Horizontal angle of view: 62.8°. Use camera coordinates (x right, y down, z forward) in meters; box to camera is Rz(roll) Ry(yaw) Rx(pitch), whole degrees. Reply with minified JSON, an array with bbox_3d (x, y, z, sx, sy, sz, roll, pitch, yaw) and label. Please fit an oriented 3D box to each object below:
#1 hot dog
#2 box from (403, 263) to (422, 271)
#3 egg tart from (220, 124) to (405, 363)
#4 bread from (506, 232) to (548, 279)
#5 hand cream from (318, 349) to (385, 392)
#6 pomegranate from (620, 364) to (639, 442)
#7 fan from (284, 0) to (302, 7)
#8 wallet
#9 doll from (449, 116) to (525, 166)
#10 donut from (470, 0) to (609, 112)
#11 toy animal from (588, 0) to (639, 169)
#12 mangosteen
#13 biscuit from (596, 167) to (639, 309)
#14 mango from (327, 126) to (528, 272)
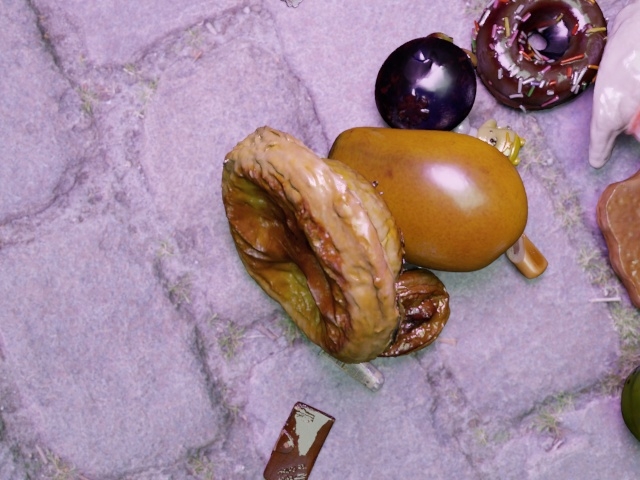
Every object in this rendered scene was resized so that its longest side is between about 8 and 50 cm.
[{"bbox_3d":[0.146,0.144,1.036,0.227,0.099,0.160,-28,107,7],"label":"hot dog"},{"bbox_3d":[0.170,0.075,1.077,0.083,0.012,0.046,-18,91,1],"label":"box"},{"bbox_3d":[0.000,0.000,0.902,0.178,0.443,0.443,-31,90,-26],"label":"egg tart"},{"bbox_3d":[0.404,0.028,1.052,0.062,0.049,0.103,-39,88,-33],"label":"bread"},{"bbox_3d":[0.067,0.254,1.074,0.143,0.039,0.061,38,98,10],"label":"hand cream"},{"bbox_3d":[0.698,0.305,0.965,0.254,0.254,0.270,24,68,1],"label":"pomegranate"},{"bbox_3d":[-0.049,-0.521,1.079,0.056,0.004,0.083,40,90,0],"label":"fan"},{"bbox_3d":[-0.046,0.428,1.079,0.095,0.026,0.176,26,90,3],"label":"wallet"},{"bbox_3d":[0.322,-0.196,1.047,0.163,0.062,0.106,15,86,2],"label":"doll"},{"bbox_3d":[0.431,-0.386,1.024,0.270,0.103,0.269,0,91,3],"label":"donut"},{"bbox_3d":[0.621,-0.315,0.952,0.308,0.188,0.266,-42,120,-28],"label":"toy animal"},{"bbox_3d":[0.206,-0.305,1.002,0.194,0.194,0.230,27,55,1],"label":"mangosteen"},{"bbox_3d":[0.753,-0.007,1.039,0.365,0.062,0.385,-32,92,-1],"label":"biscuit"},{"bbox_3d":[0.182,-0.082,0.962,0.378,0.221,0.263,24,133,15],"label":"mango"}]
